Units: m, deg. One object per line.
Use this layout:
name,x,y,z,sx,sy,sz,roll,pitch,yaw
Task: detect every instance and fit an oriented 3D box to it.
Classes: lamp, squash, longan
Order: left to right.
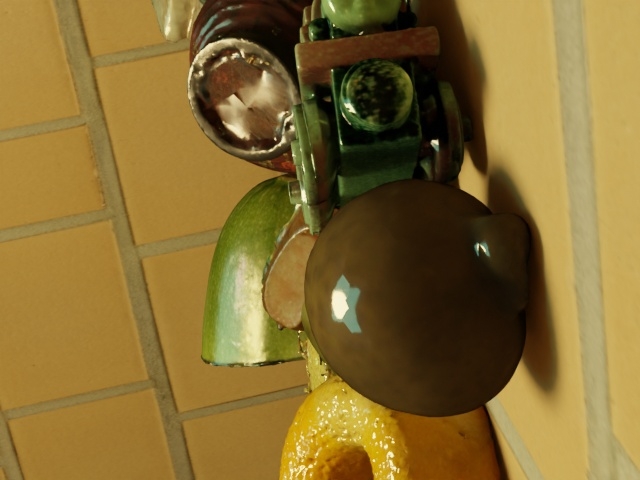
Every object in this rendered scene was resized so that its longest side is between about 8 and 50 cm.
squash,-0.083,0.042,2.018,0.310,0.310,0.308,-136,36,-82
lamp,-0.037,-0.192,1.288,0.247,0.247,0.246,168,90,-86
longan,0.081,0.040,0.867,0.204,0.159,0.184,-38,78,43

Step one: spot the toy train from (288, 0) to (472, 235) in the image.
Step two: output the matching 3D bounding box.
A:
toy train,0.039,-0.130,0.999,0.304,0.150,0.221,91,172,-79

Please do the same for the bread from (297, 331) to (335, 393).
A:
bread,0.043,0.133,1.658,0.160,0.147,0.260,133,133,-75

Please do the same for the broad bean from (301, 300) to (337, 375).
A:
broad bean,0.077,0.165,1.475,0.189,0.121,0.263,26,147,54

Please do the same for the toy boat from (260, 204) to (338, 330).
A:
toy boat,-0.003,0.002,1.488,0.292,0.109,0.099,-66,-10,28

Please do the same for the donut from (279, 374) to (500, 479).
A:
donut,0.055,0.259,1.181,0.303,0.110,0.302,-21,65,57

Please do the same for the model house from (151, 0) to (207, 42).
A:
model house,-0.100,-0.425,1.426,0.284,0.243,0.298,95,160,-48
